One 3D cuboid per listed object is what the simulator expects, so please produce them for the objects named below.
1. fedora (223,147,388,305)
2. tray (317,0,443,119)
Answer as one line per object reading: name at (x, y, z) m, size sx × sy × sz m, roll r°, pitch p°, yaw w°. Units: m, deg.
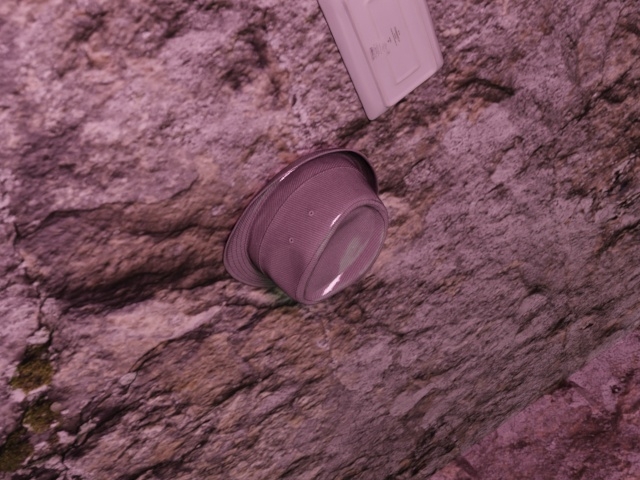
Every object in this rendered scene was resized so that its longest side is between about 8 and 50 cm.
fedora at (0.000, 0.000, 1.280) m, size 0.275 × 0.124 × 0.243 m, roll -48°, pitch 142°, yaw 8°
tray at (0.093, -0.283, 1.163) m, size 0.145 × 0.030 × 0.270 m, roll -37°, pitch 143°, yaw -4°
